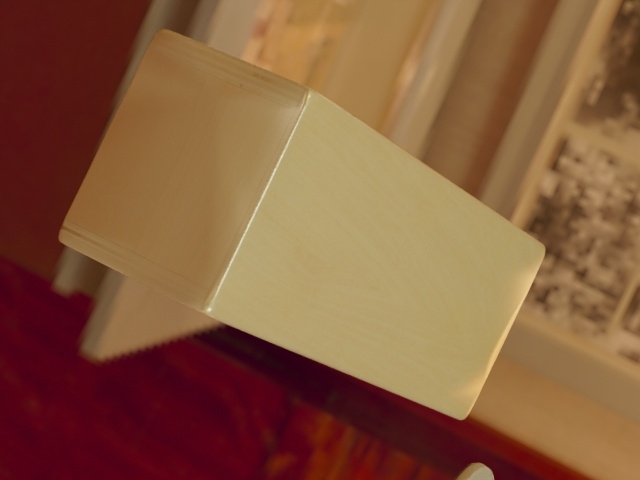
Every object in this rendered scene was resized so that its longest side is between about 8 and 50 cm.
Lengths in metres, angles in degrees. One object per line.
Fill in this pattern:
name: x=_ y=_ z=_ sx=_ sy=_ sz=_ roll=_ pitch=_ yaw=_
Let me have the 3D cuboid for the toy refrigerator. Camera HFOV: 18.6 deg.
toy refrigerator: x=0.000 y=0.000 z=0.909 sx=0.269 sy=0.094 sz=0.102 roll=27 pitch=88 yaw=-60

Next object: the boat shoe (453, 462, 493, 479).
boat shoe: x=0.067 y=0.174 z=1.178 sx=0.035 sy=0.035 sz=0.100 roll=38 pitch=80 yaw=-45
